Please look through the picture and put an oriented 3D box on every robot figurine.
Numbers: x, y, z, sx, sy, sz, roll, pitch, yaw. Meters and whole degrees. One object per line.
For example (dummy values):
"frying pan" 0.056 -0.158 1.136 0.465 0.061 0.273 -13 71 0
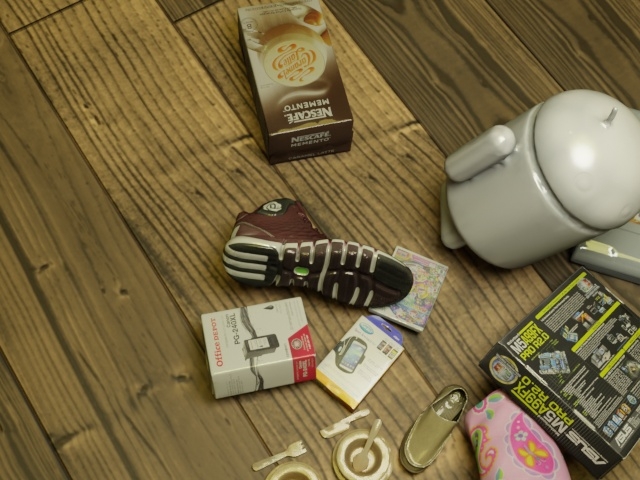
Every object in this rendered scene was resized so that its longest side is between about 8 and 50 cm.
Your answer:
"robot figurine" 0.318 -0.084 1.336 0.299 0.353 0.200 14 63 -32

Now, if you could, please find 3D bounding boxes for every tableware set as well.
"tableware set" 0.013 0.323 1.303 0.194 0.039 0.128 -23 69 -13

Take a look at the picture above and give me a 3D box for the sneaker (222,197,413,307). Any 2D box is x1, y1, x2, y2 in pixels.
"sneaker" 0.000 0.000 1.408 0.281 0.106 0.163 12 37 -9

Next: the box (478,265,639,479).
"box" 0.375 0.174 1.318 0.216 0.060 0.270 43 42 15

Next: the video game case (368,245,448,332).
"video game case" 0.134 0.073 1.430 0.087 0.011 0.122 23 59 7

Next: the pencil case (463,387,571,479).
"pencil case" 0.267 0.331 1.230 0.124 0.124 0.284 -4 45 -5

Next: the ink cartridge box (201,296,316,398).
"ink cartridge box" -0.090 0.152 1.348 0.150 0.063 0.109 -10 50 -8

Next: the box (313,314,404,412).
"box" 0.059 0.174 1.381 0.081 0.028 0.136 38 67 13

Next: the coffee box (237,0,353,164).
"coffee box" -0.042 -0.261 1.531 0.141 0.098 0.247 -12 67 -8

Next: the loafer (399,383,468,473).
"loafer" 0.161 0.260 1.334 0.056 0.050 0.148 31 68 10

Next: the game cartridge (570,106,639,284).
"game cartridge" 0.521 -0.072 1.506 0.198 0.062 0.297 15 66 8
